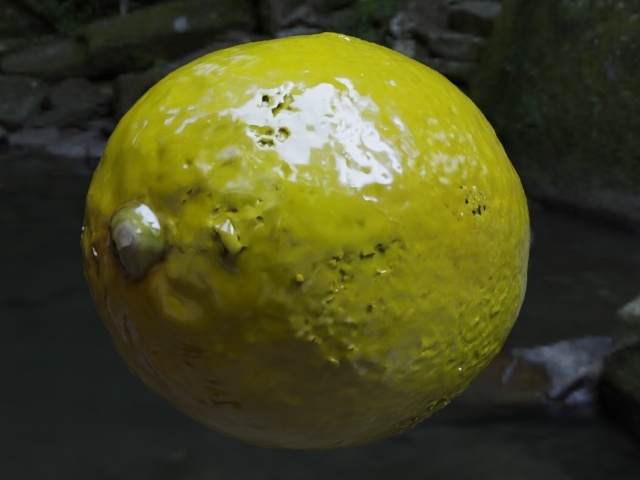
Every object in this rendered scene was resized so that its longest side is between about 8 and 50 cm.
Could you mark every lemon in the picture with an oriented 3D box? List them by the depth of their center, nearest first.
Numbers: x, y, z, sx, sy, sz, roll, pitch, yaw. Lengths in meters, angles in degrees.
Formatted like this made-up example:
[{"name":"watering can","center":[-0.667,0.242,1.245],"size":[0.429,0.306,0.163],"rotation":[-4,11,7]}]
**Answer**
[{"name":"lemon","center":[-0.002,0.000,0.621],"size":[0.236,0.235,0.263],"rotation":[11,31,41]}]
